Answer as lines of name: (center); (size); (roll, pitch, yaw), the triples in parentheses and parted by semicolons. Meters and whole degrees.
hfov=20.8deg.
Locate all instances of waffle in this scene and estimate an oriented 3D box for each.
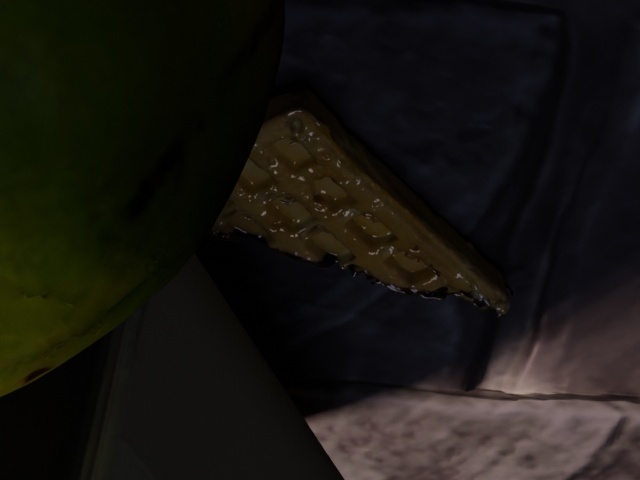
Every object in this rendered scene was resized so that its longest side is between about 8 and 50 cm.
waffle: (0.000, 0.000, 0.711); (0.097, 0.023, 0.152); (-25, 133, 30)

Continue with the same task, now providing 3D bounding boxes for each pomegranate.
pomegranate: (-0.137, -0.099, 0.462); (0.236, 0.236, 0.302); (-11, 119, 15)

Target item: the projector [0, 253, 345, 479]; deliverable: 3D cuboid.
projector: (-0.139, 0.136, 0.692); (0.248, 0.249, 0.249); (-7, 141, 20)
